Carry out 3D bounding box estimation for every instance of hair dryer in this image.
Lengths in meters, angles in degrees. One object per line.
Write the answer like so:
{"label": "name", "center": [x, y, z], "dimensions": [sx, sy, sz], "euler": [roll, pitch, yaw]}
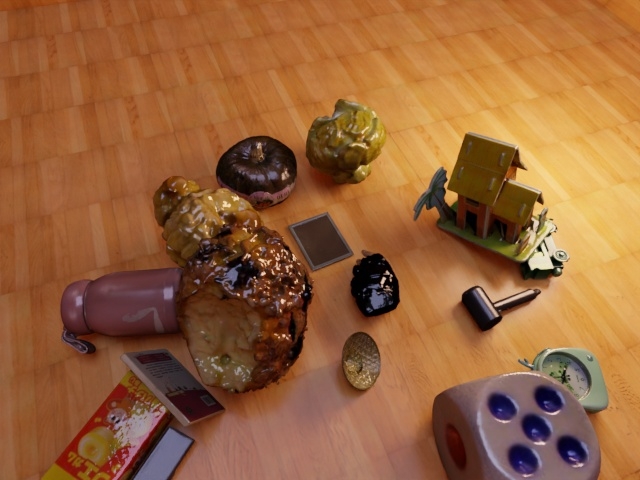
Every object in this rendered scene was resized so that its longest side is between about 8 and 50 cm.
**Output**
{"label": "hair dryer", "center": [0.531, 0.164, 1.291], "dimensions": [0.248, 0.070, 0.114], "euler": [-17, 59, -19]}

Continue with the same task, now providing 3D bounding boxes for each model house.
{"label": "model house", "center": [0.472, -0.117, 1.285], "dimensions": [0.300, 0.323, 0.340], "euler": [30, 58, 36]}

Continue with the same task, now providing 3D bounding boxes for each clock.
{"label": "clock", "center": [0.618, 0.356, 1.164], "dimensions": [0.211, 0.066, 0.159], "euler": [6, 56, 1]}

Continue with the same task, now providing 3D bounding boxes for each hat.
{"label": "hat", "center": [0.085, 0.311, 1.165], "dimensions": [0.146, 0.067, 0.145], "euler": [15, 67, -40]}

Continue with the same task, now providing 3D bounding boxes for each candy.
{"label": "candy", "center": [-0.460, 0.451, 1.013], "dimensions": [0.146, 0.088, 0.276], "euler": [25, 57, 11]}

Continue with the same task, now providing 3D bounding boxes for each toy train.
{"label": "toy train", "center": [0.670, 0.023, 1.385], "dimensions": [0.132, 0.083, 0.200], "euler": [-4, 53, 1]}

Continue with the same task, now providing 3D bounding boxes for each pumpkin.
{"label": "pumpkin", "center": [-0.198, -0.233, 1.435], "dimensions": [0.261, 0.189, 0.260], "euler": [2, 54, -3]}

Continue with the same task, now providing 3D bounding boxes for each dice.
{"label": "dice", "center": [0.410, 0.430, 0.985], "dimensions": [0.252, 0.259, 0.242], "euler": [-5, 58, -8]}

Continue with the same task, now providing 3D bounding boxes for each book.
{"label": "book", "center": [-0.344, 0.340, 1.062], "dimensions": [0.232, 0.162, 0.022], "euler": [36, 91, 19]}

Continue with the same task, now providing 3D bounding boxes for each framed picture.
{"label": "framed picture", "center": [0.000, 0.000, 1.396], "dimensions": [0.142, 0.011, 0.183], "euler": [-21, 59, -17]}

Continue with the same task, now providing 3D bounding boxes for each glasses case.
{"label": "glasses case", "center": [-0.366, 0.517, 1.002], "dimensions": [0.072, 0.042, 0.190], "euler": [29, 59, 7]}

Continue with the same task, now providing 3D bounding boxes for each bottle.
{"label": "bottle", "center": [-0.497, 0.178, 1.150], "dimensions": [0.297, 0.173, 0.206], "euler": [-3, 75, -6]}

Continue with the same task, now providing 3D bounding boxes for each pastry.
{"label": "pastry", "center": [-0.160, 0.151, 1.082], "dimensions": [0.293, 0.404, 0.337], "euler": [4, 25, 19]}

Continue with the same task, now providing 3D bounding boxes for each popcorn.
{"label": "popcorn", "center": [-0.319, -0.032, 1.241], "dimensions": [0.332, 0.225, 0.264], "euler": [37, 44, -9]}
{"label": "popcorn", "center": [0.082, -0.303, 1.461], "dimensions": [0.277, 0.276, 0.225], "euler": [-1, 61, -4]}

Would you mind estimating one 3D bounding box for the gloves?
{"label": "gloves", "center": [0.148, 0.111, 1.278], "dimensions": [0.165, 0.124, 0.203], "euler": [-4, 62, -29]}
